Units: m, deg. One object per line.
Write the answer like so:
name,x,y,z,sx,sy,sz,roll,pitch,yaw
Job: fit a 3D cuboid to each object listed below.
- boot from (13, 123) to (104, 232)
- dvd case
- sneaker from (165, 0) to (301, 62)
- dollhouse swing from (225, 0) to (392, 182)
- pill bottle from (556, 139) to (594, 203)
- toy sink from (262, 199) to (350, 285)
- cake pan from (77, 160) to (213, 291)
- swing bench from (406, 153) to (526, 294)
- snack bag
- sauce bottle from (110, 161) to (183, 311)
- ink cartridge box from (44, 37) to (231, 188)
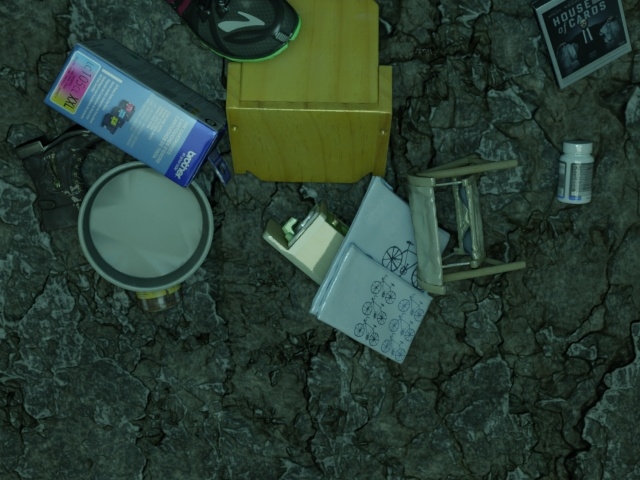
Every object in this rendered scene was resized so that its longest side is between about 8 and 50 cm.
boot,-0.561,-0.143,1.915,0.263,0.091,0.229,-15,109,8
dvd case,0.567,-0.458,1.786,0.179,0.029,0.238,-29,136,8
sneaker,-0.253,-0.529,1.680,0.483,0.202,0.185,36,92,11
dollhouse swing,-0.023,-0.345,1.864,0.347,0.305,0.315,0,146,0
pill bottle,0.586,-0.158,1.900,0.078,0.078,0.137,0,105,0
toy sink,0.000,0.000,1.907,0.234,0.153,0.131,40,101,-8
cake pan,-0.386,-0.033,1.842,0.293,0.054,0.293,-2,99,-11
swing bench,0.301,-0.043,1.836,0.255,0.165,0.253,-14,105,-28
snack bag,0.154,0.072,1.853,0.323,0.037,0.342,34,77,-40
sauce bottle,-0.408,-0.010,1.928,0.111,0.111,0.344,-10,103,3
ink cartridge box,-0.348,-0.264,1.777,0.395,0.270,0.151,30,104,-7
